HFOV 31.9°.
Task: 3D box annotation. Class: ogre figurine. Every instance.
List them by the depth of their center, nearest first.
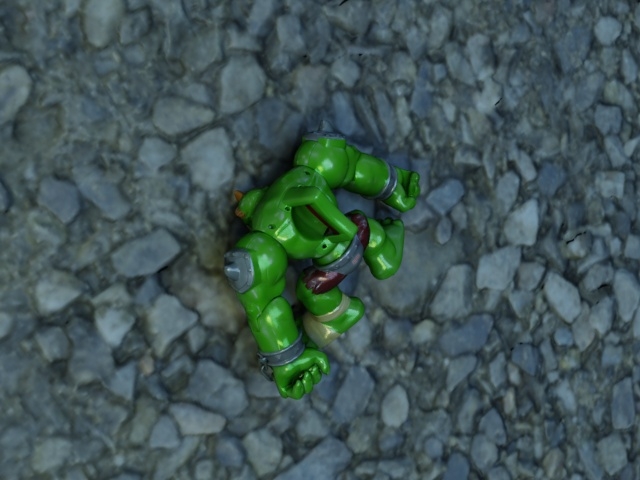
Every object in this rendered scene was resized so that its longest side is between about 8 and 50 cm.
[{"bbox_3d":[0.000,0.000,0.800,0.197,0.097,0.118,-46,126,-9],"label":"ogre figurine"}]
